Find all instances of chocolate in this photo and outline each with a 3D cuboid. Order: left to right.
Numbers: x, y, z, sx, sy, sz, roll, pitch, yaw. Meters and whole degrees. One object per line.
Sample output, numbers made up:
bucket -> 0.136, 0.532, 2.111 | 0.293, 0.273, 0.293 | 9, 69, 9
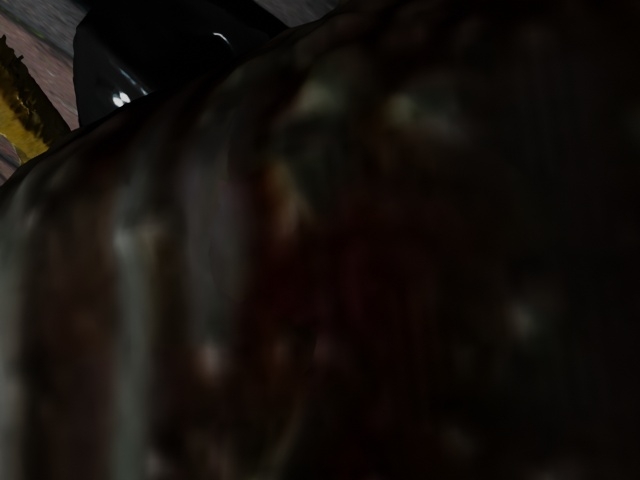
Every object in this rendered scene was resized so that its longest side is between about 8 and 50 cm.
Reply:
chocolate -> 0.025, 0.036, 0.560 | 0.340, 0.210, 0.225 | -16, 167, 36

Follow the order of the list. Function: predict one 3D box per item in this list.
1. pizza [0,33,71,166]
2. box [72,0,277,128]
pizza -> -0.207, -0.097, 0.982 | 0.188, 0.080, 0.204 | 41, 170, 30
box -> 0.000, 0.000, 0.972 | 0.290, 0.073, 0.289 | 38, 167, 1
